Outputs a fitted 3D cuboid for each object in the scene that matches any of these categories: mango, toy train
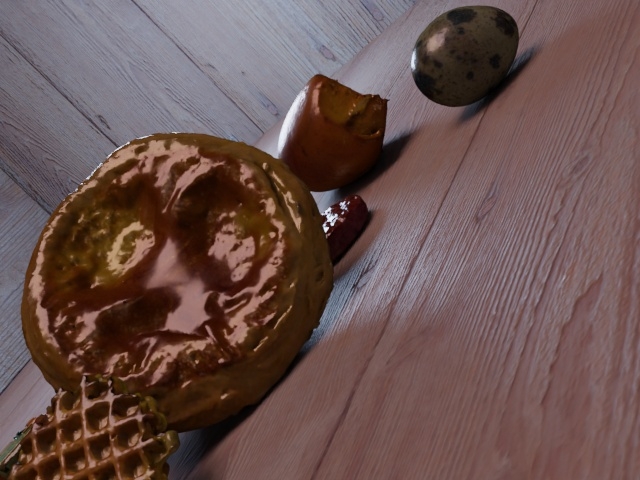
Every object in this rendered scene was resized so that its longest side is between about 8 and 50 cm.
[{"bbox_3d":[0.014,-0.189,2.032,0.199,0.201,0.350,-18,-5,-16],"label":"mango"},{"bbox_3d":[-0.593,0.433,2.252,0.099,0.072,0.188,-19,27,53],"label":"toy train"}]

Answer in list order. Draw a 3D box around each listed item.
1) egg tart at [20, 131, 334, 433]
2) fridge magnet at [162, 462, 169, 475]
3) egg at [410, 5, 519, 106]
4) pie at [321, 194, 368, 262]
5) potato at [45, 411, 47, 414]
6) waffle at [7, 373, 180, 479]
[{"bbox_3d":[-0.186,0.065,1.543,0.443,0.443,0.178,-47,-28,-11],"label":"egg tart"},{"bbox_3d":[-0.233,0.324,1.375,0.143,0.063,0.143,-41,12,10],"label":"fridge magnet"},{"bbox_3d":[0.221,-0.285,1.732,0.182,0.141,0.141,-38,11,-6],"label":"egg"},{"bbox_3d":[0.000,0.000,1.737,0.182,0.049,0.182,-41,12,10],"label":"pie"},{"bbox_3d":[-0.328,0.303,1.581,0.178,0.160,0.235,-22,-23,-44],"label":"potato"},{"bbox_3d":[-0.267,0.280,1.323,0.238,0.059,0.243,16,76,36],"label":"waffle"}]
